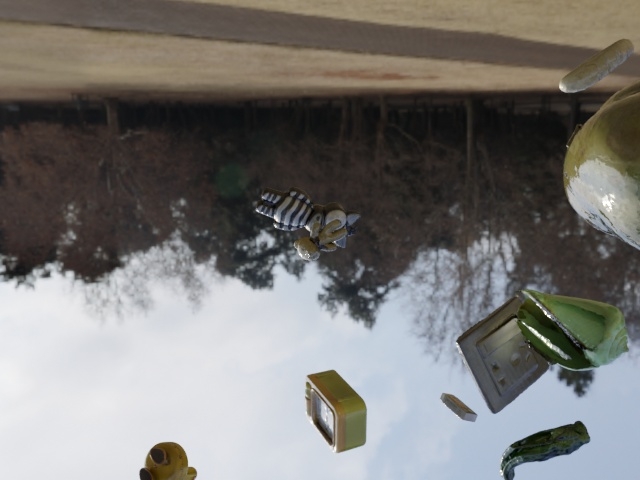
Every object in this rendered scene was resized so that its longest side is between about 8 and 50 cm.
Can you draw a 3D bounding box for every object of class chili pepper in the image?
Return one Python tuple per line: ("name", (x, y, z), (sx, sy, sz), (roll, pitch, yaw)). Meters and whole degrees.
("chili pepper", (0.390, 0.375, 1.273), (0.182, 0.050, 0.073), (-33, 142, 21))

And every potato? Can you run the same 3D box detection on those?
("potato", (0.395, -0.087, 0.830), (0.218, 0.202, 0.351), (-28, -173, 8))

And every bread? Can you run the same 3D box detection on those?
("bread", (0.724, -0.447, 1.861), (0.214, 0.053, 0.073), (-34, 143, 4))

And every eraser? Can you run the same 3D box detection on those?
("eraser", (0.410, 0.496, 2.128), (0.052, 0.029, 0.122), (18, -171, -31))

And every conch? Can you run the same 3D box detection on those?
("conch", (0.496, 0.183, 1.447), (0.251, 0.143, 0.137), (9, 179, 32))

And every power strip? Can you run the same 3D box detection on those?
("power strip", (0.516, 0.325, 2.061), (0.257, 0.251, 0.092), (-31, -163, -23))

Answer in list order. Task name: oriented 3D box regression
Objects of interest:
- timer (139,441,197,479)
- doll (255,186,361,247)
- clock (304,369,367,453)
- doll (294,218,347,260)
("timer", (-0.336, 0.503, 1.594), (0.107, 0.107, 0.109), (3, 169, 33))
("doll", (-0.020, -0.048, 1.417), (0.219, 0.091, 0.067), (18, -156, -22))
("clock", (0.035, 0.432, 1.821), (0.096, 0.143, 0.202), (-7, -160, -25))
("doll", (-0.001, -0.003, 1.291), (0.093, 0.061, 0.051), (-40, -165, -8))
